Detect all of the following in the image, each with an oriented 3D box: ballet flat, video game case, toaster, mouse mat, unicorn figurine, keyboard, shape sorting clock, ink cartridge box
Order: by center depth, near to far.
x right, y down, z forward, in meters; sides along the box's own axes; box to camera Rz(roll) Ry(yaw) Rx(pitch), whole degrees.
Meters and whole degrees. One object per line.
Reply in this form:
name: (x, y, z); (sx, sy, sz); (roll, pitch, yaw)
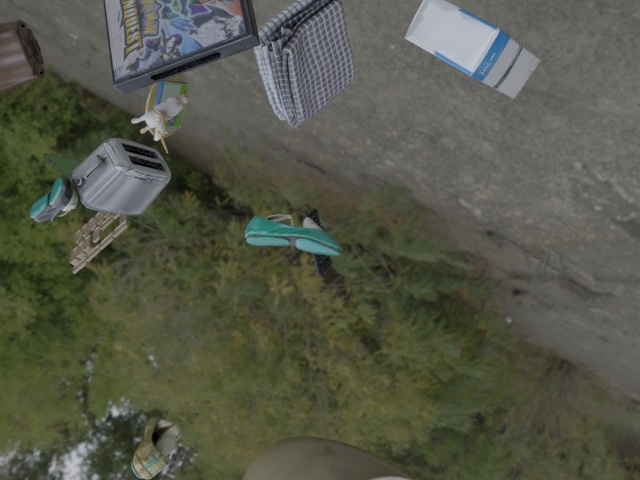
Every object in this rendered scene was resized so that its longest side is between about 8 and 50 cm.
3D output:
ink cartridge box: (0.247, -0.308, 1.027); (0.139, 0.082, 0.190); (41, -159, 29)
video game case: (-0.240, -0.402, 1.055); (0.248, 0.275, 0.035); (-16, 162, 12)
unicorn figurine: (-0.311, -0.238, 1.243); (0.111, 0.162, 0.060); (-7, 138, 43)
ballet flat: (-0.611, -0.093, 1.499); (0.074, 0.074, 0.203); (31, 142, -30)
toaster: (-0.460, -0.147, 1.519); (0.227, 0.146, 0.129); (12, -138, -58)
ballet flat: (-0.062, -0.022, 1.595); (0.247, 0.087, 0.083); (8, 160, -1)
mouse mat: (-0.639, -0.174, 1.716); (0.152, 0.007, 0.189); (43, -172, 6)
keyboard: (0.000, 0.000, 1.813); (0.023, 0.180, 0.108); (-6, -160, 26)
shape sorting clock: (-0.461, -0.410, 1.928); (0.040, 0.206, 0.206); (21, 171, 21)
ballet flat: (-0.510, 0.645, 2.063); (0.123, 0.123, 0.348); (27, -174, -6)

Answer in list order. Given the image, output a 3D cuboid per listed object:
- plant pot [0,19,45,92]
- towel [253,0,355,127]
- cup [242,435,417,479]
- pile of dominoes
plant pot: (-0.686, -0.381, 1.348); (0.165, 0.167, 0.167); (-14, 173, -4)
towel: (-0.030, -0.455, 1.619); (0.121, 0.235, 0.284); (36, 158, 29)
cup: (-0.008, 0.457, 1.040); (0.331, 0.331, 0.237); (32, 180, -34)
pile of dominoes: (-0.638, -0.021, 1.883); (0.040, 0.251, 0.196); (40, -159, -37)
